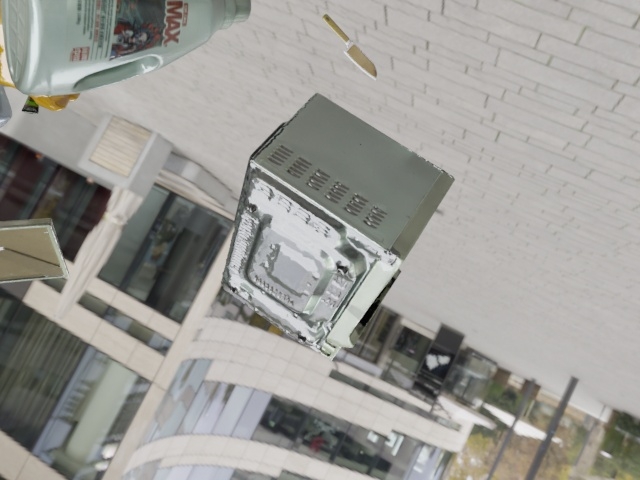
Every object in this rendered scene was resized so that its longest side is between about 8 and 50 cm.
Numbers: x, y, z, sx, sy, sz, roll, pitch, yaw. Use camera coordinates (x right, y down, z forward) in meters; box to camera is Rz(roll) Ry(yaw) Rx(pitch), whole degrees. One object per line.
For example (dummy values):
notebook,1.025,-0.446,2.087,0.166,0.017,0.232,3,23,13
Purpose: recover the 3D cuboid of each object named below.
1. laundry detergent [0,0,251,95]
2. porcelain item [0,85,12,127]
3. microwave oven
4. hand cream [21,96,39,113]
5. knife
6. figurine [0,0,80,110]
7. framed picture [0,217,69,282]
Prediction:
laundry detergent,-0.298,-0.367,1.004,0.124,0.398,0.264,52,139,20
porcelain item,-0.846,-0.249,1.236,0.178,0.243,0.405,59,-155,-10
microwave oven,0.000,0.000,0.985,0.286,0.218,0.355,33,144,5
hand cream,-0.643,-0.341,1.379,0.036,0.121,0.023,8,161,-6
knife,0.092,-0.596,1.889,0.256,0.046,0.022,42,172,-21
figurine,-0.628,-0.463,1.175,0.387,0.268,0.401,41,179,-3
framed picture,-0.735,0.034,1.429,0.241,0.020,0.324,-6,158,-16
